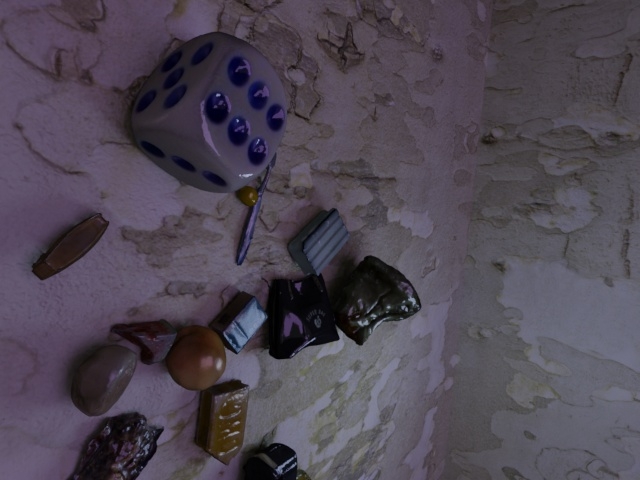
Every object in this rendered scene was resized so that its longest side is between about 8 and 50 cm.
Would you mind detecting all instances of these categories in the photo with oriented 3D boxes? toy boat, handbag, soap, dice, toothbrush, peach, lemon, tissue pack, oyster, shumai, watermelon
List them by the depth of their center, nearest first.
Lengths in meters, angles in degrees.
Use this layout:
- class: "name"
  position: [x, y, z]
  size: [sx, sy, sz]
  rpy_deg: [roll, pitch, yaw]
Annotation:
- class: "toy boat"
  position: [-0.577, 0.010, 0.984]
  size: [0.064, 0.072, 0.206]
  rpy_deg: [53, 45, -23]
- class: "dice"
  position: [-0.284, -0.321, 1.090]
  size: [0.277, 0.304, 0.305]
  rpy_deg: [46, 62, -44]
- class: "oyster"
  position: [-0.546, 0.601, 1.119]
  size: [0.275, 0.100, 0.272]
  rpy_deg: [23, 64, -45]
- class: "watermelon"
  position: [-0.467, 0.256, 1.151]
  size: [0.121, 0.097, 0.158]
  rpy_deg: [-51, 128, -32]
- class: "peach"
  position: [-0.362, 0.338, 1.227]
  size: [0.184, 0.184, 0.185]
  rpy_deg: [-13, 107, -48]
- class: "lemon"
  position: [-0.236, -0.146, 1.371]
  size: [0.083, 0.062, 0.062]
  rpy_deg: [51, 59, -35]
- class: "tissue pack"
  position: [-0.269, 0.270, 1.396]
  size: [0.169, 0.082, 0.120]
  rpy_deg: [-50, 133, -32]
- class: "soap"
  position: [-0.325, 0.612, 1.397]
  size: [0.160, 0.080, 0.258]
  rpy_deg: [3, 94, -50]
- class: "toothbrush"
  position: [-0.218, -0.114, 1.421]
  size: [0.035, 0.042, 0.414]
  rpy_deg: [21, 82, -40]
- class: "handbag"
  position: [-0.194, 0.892, 1.536]
  size: [0.181, 0.181, 0.255]
  rpy_deg: [2, 95, -57]
- class: "handbag"
  position: [-0.063, 0.274, 1.609]
  size: [0.342, 0.152, 0.289]
  rpy_deg: [-6, 85, -50]
- class: "soap"
  position: [0.000, 0.000, 1.645]
  size: [0.261, 0.094, 0.150]
  rpy_deg: [-47, 119, -36]
- class: "shumai"
  position: [0.210, 0.277, 1.800]
  size: [0.323, 0.324, 0.397]
  rpy_deg: [-41, 168, -16]

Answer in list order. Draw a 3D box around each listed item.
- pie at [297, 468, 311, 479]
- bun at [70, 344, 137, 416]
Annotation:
- class: "pie"
  position: [-0.132, 1.093, 1.730]
  size: [0.306, 0.071, 0.307]
  rpy_deg: [-10, 103, -52]
- class: "bun"
  position: [-0.548, 0.340, 1.049]
  size: [0.173, 0.113, 0.167]
  rpy_deg: [-63, 179, -36]
